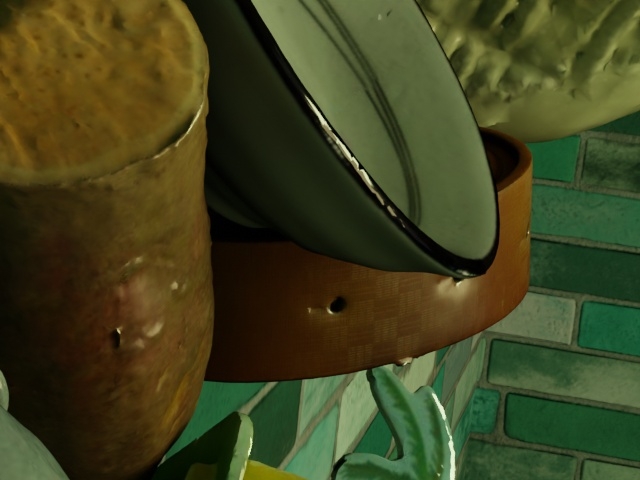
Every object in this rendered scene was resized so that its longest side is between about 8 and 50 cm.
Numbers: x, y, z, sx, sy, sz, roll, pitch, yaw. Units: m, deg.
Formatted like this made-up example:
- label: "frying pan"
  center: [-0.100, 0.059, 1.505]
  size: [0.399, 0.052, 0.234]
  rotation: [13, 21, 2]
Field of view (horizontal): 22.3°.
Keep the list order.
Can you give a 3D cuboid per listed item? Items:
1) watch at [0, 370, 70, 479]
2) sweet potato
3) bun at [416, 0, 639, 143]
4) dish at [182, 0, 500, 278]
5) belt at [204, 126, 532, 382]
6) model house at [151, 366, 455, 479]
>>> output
- label: "watch"
  center: [-0.130, 0.043, 0.466]
  size: [0.068, 0.193, 0.206]
  rotation: [-35, 157, -12]
- label: "sweet potato"
  center: [-0.104, 0.046, 0.704]
  size: [0.131, 0.131, 0.336]
  rotation: [-69, 166, -46]
- label: "bun"
  center: [0.110, -0.232, 1.019]
  size: [0.211, 0.360, 0.359]
  rotation: [-80, 172, -57]
- label: "dish"
  center: [-0.035, -0.100, 0.786]
  size: [0.316, 0.106, 0.316]
  rotation: [49, 20, -25]
- label: "belt"
  center: [0.000, 0.000, 0.930]
  size: [0.261, 0.184, 0.105]
  rotation: [-17, 118, -34]
- label: "model house"
  center: [0.048, 0.197, 0.853]
  size: [0.300, 0.324, 0.340]
  rotation: [137, -29, -64]
